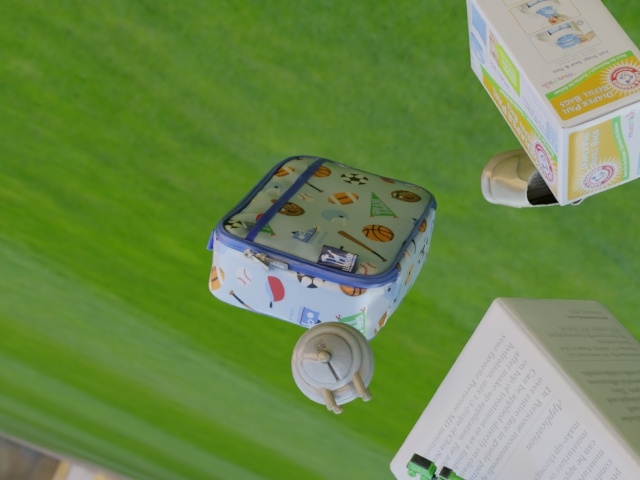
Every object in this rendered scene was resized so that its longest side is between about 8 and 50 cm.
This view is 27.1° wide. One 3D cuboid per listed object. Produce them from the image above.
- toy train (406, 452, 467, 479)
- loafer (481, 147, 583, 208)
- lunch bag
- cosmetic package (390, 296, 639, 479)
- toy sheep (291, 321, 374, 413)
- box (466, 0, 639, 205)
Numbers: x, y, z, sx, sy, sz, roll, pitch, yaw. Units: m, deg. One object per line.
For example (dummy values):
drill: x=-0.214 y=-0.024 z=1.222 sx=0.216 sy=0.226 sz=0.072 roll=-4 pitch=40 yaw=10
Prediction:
toy train: x=0.114 y=0.212 z=1.168 sx=0.083 sy=0.017 sz=0.024 roll=24 pitch=140 yaw=15
loafer: x=0.358 y=-0.098 z=1.868 sx=0.092 sy=0.268 sz=0.102 roll=43 pitch=148 yaw=54
lunch bag: x=0.000 y=0.000 z=1.636 sx=0.243 sy=0.115 sz=0.303 roll=19 pitch=-152 yaw=13
cosmetic package: x=0.279 y=0.279 z=1.171 sx=0.161 sy=0.230 sz=0.453 roll=4 pitch=-143 yaw=-39
toy sheep: x=0.013 y=0.122 z=1.307 sx=0.091 sy=0.091 sz=0.132 roll=20 pitch=169 yaw=7
box: x=0.223 y=-0.150 z=1.220 sx=0.114 sy=0.103 sz=0.203 roll=76 pitch=170 yaw=-52
